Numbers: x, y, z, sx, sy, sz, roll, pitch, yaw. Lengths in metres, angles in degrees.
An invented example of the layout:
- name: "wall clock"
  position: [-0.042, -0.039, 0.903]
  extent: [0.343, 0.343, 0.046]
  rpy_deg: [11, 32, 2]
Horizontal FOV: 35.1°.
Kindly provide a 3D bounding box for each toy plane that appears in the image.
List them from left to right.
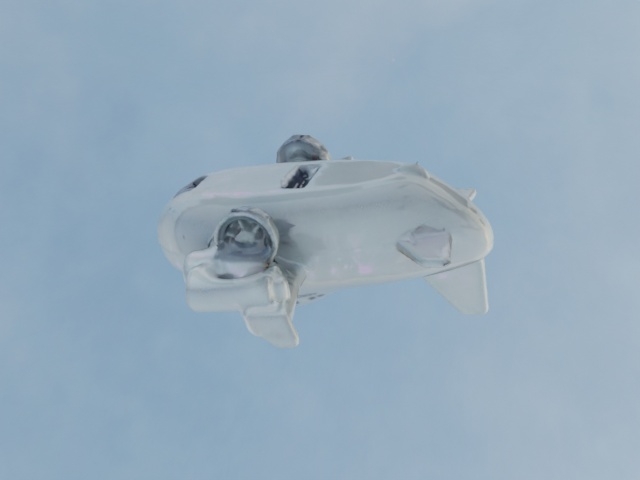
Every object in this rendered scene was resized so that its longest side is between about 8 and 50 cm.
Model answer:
- name: "toy plane"
  position: [0.000, 0.000, 0.718]
  extent: [0.244, 0.245, 0.117]
  rpy_deg: [-7, -65, 5]
